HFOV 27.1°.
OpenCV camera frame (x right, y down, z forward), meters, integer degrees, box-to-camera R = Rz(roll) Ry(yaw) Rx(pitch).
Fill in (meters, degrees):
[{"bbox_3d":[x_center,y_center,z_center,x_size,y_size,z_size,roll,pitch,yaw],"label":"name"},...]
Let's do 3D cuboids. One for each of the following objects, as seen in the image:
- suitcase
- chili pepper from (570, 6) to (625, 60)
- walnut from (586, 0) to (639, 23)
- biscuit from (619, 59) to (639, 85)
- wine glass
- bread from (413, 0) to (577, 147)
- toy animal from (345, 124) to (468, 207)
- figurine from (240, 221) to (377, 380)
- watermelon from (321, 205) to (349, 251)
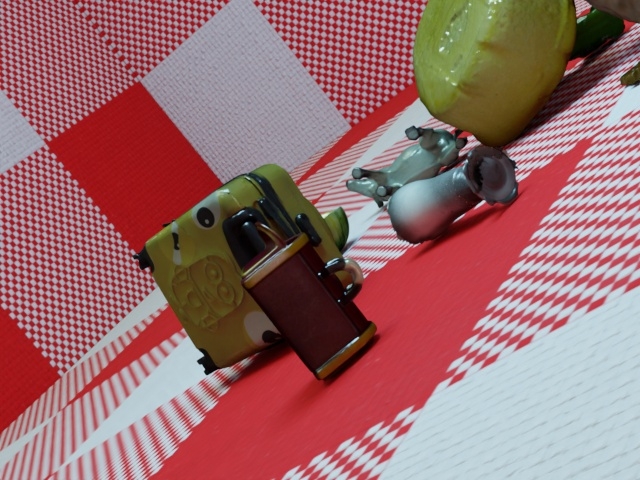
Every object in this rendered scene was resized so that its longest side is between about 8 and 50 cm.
[{"bbox_3d":[-0.084,0.030,1.554,0.143,0.194,0.235,-32,0,-45],"label":"suitcase"},{"bbox_3d":[0.302,-0.244,1.826,0.253,0.083,0.099,-34,-2,14],"label":"chili pepper"},{"bbox_3d":[0.405,-0.385,1.555,0.227,0.273,0.273,11,38,31],"label":"walnut"},{"bbox_3d":[0.363,-0.198,1.442,0.092,0.016,0.082,-41,2,-24],"label":"biscuit"},{"bbox_3d":[0.137,-0.047,1.403,0.072,0.072,0.155,-43,8,-32],"label":"wine glass"},{"bbox_3d":[0.223,-0.259,1.700,0.270,0.148,0.269,-164,90,-71],"label":"bread"},{"bbox_3d":[0.126,-0.103,1.866,0.217,0.073,0.176,-32,-6,20],"label":"toy animal"},{"bbox_3d":[-0.010,0.043,1.234,0.098,0.154,0.082,-35,6,6],"label":"figurine"},{"bbox_3d":[0.000,0.000,1.862,0.105,0.062,0.105,-36,-1,-1],"label":"watermelon"}]
